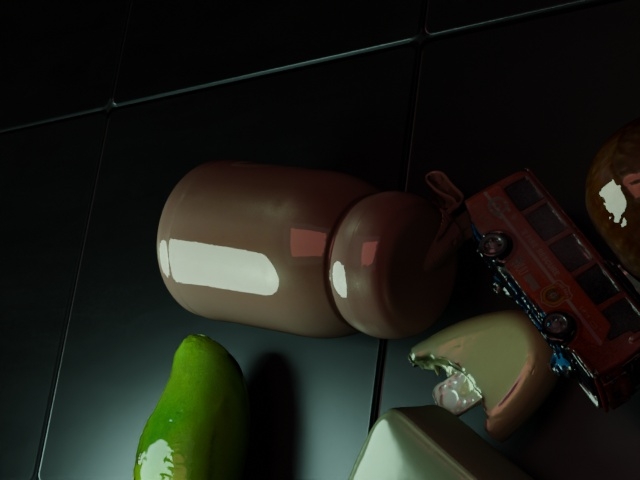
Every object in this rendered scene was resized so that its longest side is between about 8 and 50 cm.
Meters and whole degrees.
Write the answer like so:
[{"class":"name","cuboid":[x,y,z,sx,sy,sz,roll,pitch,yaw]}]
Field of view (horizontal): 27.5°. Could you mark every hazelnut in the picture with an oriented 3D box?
[{"class":"hazelnut","cuboid":[0.289,-0.030,1.105,0.143,0.143,0.154,-34,64,24]}]

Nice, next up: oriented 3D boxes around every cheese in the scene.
[{"class":"cheese","cuboid":[0.195,0.091,1.184,0.235,0.050,0.127,-35,51,14]}]

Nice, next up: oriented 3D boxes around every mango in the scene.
[{"class":"mango","cuboid":[-0.135,0.213,1.369,0.125,0.111,0.233,-14,61,30]}]

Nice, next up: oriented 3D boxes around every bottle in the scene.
[{"class":"bottle","cuboid":[0.000,0.000,1.316,0.296,0.173,0.206,7,42,42]}]

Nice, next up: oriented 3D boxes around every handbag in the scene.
[{"class":"handbag","cuboid":[0.112,0.287,1.148,0.256,0.079,0.219,40,116,37]}]

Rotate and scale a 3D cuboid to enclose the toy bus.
[{"class":"toy bus","cuboid":[0.208,0.039,1.134,0.096,0.073,0.235,-33,50,-2]}]
